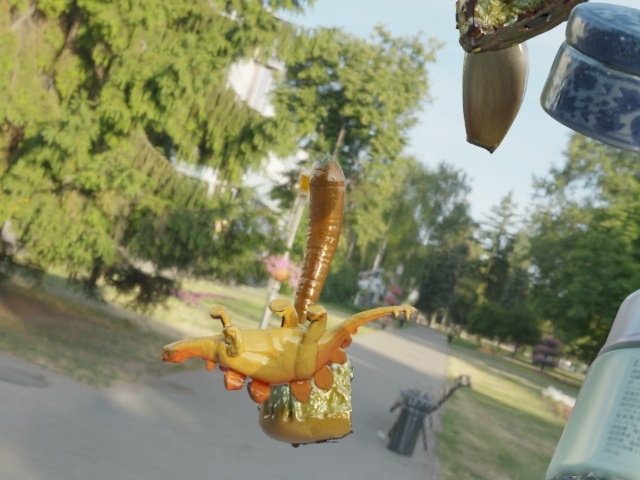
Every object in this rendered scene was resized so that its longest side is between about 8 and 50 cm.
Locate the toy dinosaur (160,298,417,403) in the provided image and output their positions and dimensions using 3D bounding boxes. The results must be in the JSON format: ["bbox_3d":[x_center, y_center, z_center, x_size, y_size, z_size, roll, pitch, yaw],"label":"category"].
[{"bbox_3d":[-0.033,0.128,0.871,0.288,0.117,0.070,-5,20,-8],"label":"toy dinosaur"}]

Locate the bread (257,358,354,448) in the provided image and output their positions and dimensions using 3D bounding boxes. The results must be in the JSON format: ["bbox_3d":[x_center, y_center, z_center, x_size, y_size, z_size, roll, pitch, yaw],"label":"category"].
[{"bbox_3d":[-0.053,0.366,1.755,0.262,0.204,0.162,-14,-21,34],"label":"bread"}]

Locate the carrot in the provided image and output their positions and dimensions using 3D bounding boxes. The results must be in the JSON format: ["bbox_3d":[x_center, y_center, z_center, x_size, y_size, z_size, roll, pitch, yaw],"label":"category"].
[{"bbox_3d":[0.000,0.000,1.203,0.062,0.271,0.066,8,-1,-5],"label":"carrot"}]

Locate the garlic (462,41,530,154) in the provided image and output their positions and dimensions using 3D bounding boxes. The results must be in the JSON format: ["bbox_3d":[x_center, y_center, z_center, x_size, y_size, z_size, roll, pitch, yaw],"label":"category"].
[{"bbox_3d":[0.371,-0.339,1.624,0.143,0.318,0.112,15,23,30],"label":"garlic"}]

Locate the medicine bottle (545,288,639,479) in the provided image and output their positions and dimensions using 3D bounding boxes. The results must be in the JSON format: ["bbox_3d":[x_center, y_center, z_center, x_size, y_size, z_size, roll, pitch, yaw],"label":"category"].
[{"bbox_3d":[0.248,0.130,0.545,0.135,0.168,0.135,25,-28,14],"label":"medicine bottle"}]

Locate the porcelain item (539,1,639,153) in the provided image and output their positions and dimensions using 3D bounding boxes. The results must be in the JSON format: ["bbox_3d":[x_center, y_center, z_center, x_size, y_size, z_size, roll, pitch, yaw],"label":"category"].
[{"bbox_3d":[0.299,-0.161,0.746,0.147,0.114,0.147,12,27,-6],"label":"porcelain item"}]

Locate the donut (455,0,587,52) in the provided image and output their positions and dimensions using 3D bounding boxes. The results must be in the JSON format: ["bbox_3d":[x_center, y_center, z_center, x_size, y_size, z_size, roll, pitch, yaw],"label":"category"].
[{"bbox_3d":[0.325,-0.386,1.237,0.230,0.096,0.216,-26,-5,36],"label":"donut"}]
